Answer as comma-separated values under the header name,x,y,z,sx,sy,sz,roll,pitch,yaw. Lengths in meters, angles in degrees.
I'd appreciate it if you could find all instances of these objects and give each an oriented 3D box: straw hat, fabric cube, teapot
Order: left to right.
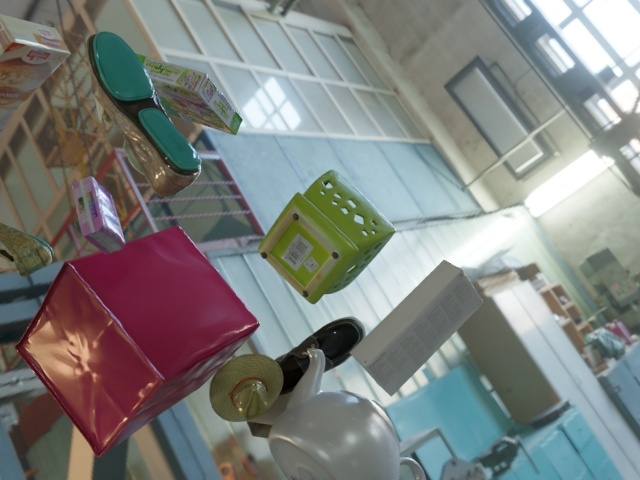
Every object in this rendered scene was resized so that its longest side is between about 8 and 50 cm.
name,x,y,z,sx,sy,sz,roll,pitch,yaw
fabric cube,-0.320,0.168,1.130,0.259,0.254,0.258,-47,-10,32
straw hat,-0.120,0.272,1.101,0.144,0.061,0.144,-8,-64,-18
teapot,0.050,0.357,1.110,0.187,0.252,0.256,-40,-44,-32

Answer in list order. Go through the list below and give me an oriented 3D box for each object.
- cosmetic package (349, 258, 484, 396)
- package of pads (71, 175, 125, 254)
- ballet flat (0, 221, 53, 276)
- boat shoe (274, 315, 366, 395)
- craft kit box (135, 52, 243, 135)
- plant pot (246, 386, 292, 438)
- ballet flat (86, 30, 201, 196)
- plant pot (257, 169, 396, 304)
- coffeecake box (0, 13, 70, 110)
name,x,y,z,sx,sy,sz,roll,pitch,yaw
cosmetic package,0.171,0.152,1.128,0.239,0.060,0.099,-43,-56,-8
package of pads,-0.257,-0.028,0.739,0.032,0.083,0.050,-27,-32,0
ballet flat,-0.850,0.002,1.665,0.123,0.348,0.123,-44,-34,-41
boat shoe,-0.011,0.227,1.226,0.233,0.084,0.079,-35,0,21
craft kit box,-0.350,-0.369,1.608,0.061,0.250,0.246,-66,-20,-11
plant pot,-0.086,0.352,1.329,0.109,0.096,0.109,6,-31,5
ballet flat,-0.318,-0.205,1.075,0.107,0.316,0.106,-16,-21,-48
plant pot,0.000,0.000,1.503,0.228,0.227,0.207,-52,-12,33
coffeecake box,-0.600,-0.335,1.224,0.185,0.068,0.142,-36,-7,22
